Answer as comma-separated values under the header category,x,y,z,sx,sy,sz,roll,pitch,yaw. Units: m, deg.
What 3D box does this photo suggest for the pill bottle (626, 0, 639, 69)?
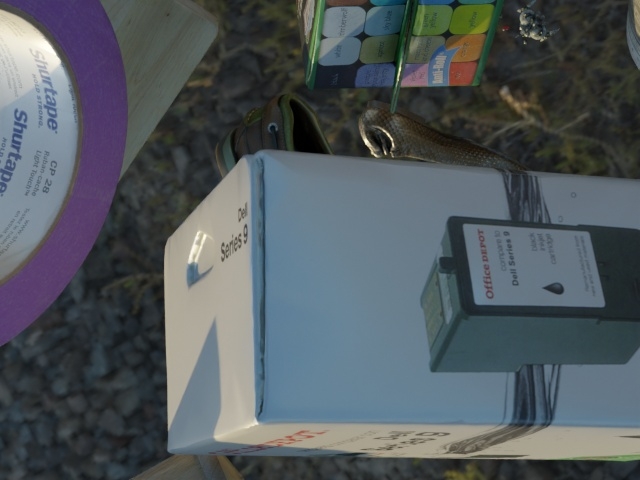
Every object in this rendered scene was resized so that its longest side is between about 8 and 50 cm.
category,x,y,z,sx,sy,sz,roll,pitch,yaw
pill bottle,0.382,-0.262,1.181,0.161,0.161,0.283,42,175,20

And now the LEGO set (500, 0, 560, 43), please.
category,x,y,z,sx,sy,sz,roll,pitch,yaw
LEGO set,0.234,-0.252,1.427,0.083,0.023,0.054,1,114,25

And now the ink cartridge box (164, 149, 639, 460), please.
category,x,y,z,sx,sy,sz,roll,pitch,yaw
ink cartridge box,0.077,0.047,0.629,0.211,0.289,0.121,142,130,-68

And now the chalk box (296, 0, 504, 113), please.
category,x,y,z,sx,sy,sz,roll,pitch,yaw
chalk box,0.073,-0.260,1.169,0.180,0.179,0.289,101,164,-59

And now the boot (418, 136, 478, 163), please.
category,x,y,z,sx,sy,sz,roll,pitch,yaw
boot,0.162,-0.007,1.534,0.118,0.338,0.222,40,157,-15

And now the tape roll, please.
category,x,y,z,sx,sy,sz,roll,pitch,yaw
tape roll,-0.245,-0.061,0.749,0.090,0.275,0.275,20,121,32

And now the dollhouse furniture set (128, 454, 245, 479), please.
category,x,y,z,sx,sy,sz,roll,pitch,yaw
dollhouse furniture set,-0.073,0.258,0.665,0.242,0.161,0.212,60,178,37

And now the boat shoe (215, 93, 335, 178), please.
category,x,y,z,sx,sy,sz,roll,pitch,yaw
boat shoe,0.000,0.000,1.208,0.104,0.110,0.307,-37,77,35

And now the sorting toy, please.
category,x,y,z,sx,sy,sz,roll,pitch,yaw
sorting toy,-0.274,-0.202,1.262,0.255,0.089,0.257,30,118,-18

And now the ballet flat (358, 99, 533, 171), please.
category,x,y,z,sx,sy,sz,roll,pitch,yaw
ballet flat,0.148,-0.090,1.394,0.084,0.250,0.058,11,81,61
